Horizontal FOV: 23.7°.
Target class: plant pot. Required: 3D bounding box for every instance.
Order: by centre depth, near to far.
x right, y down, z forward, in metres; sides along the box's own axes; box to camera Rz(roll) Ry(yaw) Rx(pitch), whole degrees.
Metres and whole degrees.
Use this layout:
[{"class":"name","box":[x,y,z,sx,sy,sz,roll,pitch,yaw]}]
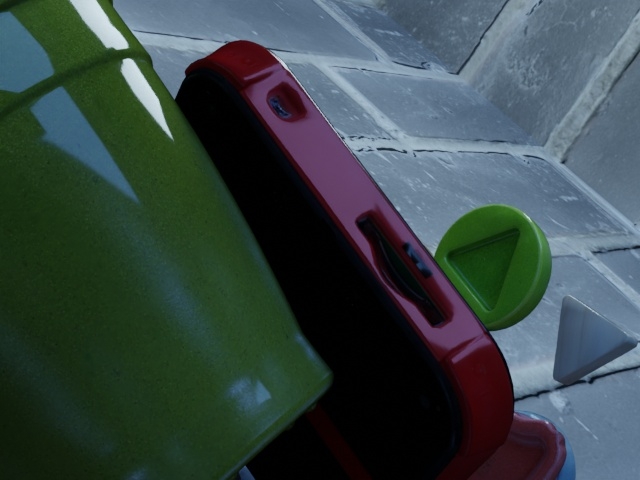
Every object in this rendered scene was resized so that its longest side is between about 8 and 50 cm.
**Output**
[{"class":"plant pot","box":[-0.187,0.053,1.138,0.353,0.366,0.366,48,23,5]}]

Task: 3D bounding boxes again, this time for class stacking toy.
[{"class":"stacking toy","box":[0.185,0.134,1.559,0.130,0.279,0.309,26,18,-49]}]

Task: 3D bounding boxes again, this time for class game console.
[{"class":"game console","box":[-0.024,0.065,1.245,0.060,0.342,0.386,-24,69,-33]}]

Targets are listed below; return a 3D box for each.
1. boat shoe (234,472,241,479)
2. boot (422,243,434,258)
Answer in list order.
[{"class":"boat shoe","box":[-0.149,0.146,1.323,0.226,0.083,0.076,57,17,22]},{"class":"boot","box":[0.000,0.000,1.780,0.220,0.109,0.283,15,26,-42]}]
